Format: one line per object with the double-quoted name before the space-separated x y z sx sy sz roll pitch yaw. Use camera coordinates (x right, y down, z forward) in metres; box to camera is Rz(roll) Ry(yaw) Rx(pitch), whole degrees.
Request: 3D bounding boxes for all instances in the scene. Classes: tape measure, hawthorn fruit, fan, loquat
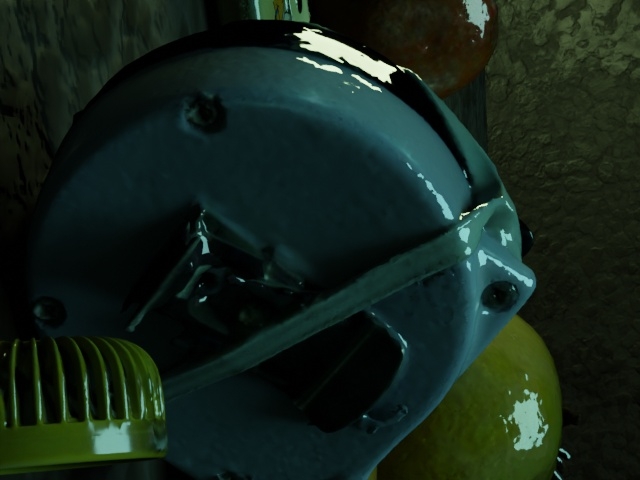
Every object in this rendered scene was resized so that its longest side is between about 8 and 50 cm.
"tape measure" -0.022 0.011 0.520 0.182 0.181 0.107 -56 -166 29
"hawthorn fruit" 0.076 -0.180 1.072 0.149 0.189 0.149 24 58 -44
"fan" -0.103 0.048 0.385 0.155 0.082 0.039 16 67 -66
"loquat" 0.077 0.125 0.917 0.213 0.213 0.213 -2 90 -79

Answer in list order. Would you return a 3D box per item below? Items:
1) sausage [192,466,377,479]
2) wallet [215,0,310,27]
"sausage" -0.019 0.102 0.707 0.112 0.112 0.328 -16 104 -78
"wallet" -0.037 -0.140 0.824 0.110 0.039 0.155 -62 148 -62
